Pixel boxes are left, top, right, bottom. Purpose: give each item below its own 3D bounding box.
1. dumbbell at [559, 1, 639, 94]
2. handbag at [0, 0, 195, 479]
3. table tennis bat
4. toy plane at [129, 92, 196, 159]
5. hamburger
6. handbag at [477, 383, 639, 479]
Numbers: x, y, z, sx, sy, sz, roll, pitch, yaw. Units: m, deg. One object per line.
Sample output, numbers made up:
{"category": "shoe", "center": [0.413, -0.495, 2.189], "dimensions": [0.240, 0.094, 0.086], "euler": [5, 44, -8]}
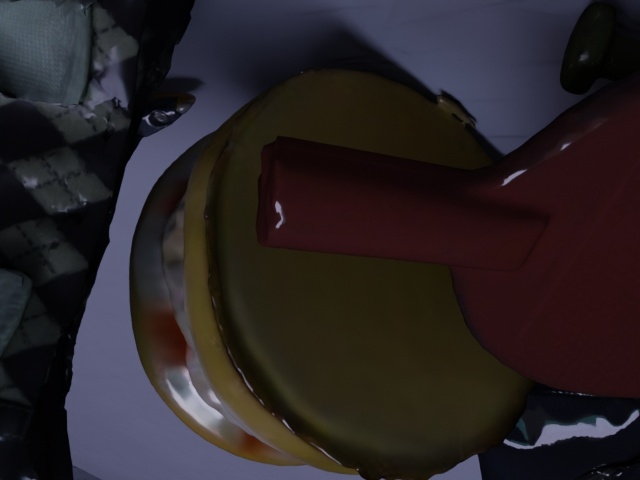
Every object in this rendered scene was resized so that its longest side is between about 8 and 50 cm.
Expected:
{"category": "dumbbell", "center": [0.193, -0.091, 0.444], "dimensions": [0.117, 0.046, 0.052], "euler": [19, 154, 8]}
{"category": "handbag", "center": [-0.236, -0.043, 0.470], "dimensions": [0.316, 0.416, 0.180], "euler": [15, 177, 12]}
{"category": "table tennis bat", "center": [0.170, -0.001, 0.440], "dimensions": [0.414, 0.051, 0.268], "euler": [6, 134, -14]}
{"category": "toy plane", "center": [-0.234, -0.075, 0.713], "dimensions": [0.316, 0.103, 0.204], "euler": [-3, 139, 38]}
{"category": "hamburger", "center": [0.019, 0.034, 0.577], "dimensions": [0.302, 0.261, 0.186], "euler": [8, 164, -28]}
{"category": "handbag", "center": [0.257, 0.213, 0.818], "dimensions": [0.211, 0.089, 0.254], "euler": [0, 142, 18]}
